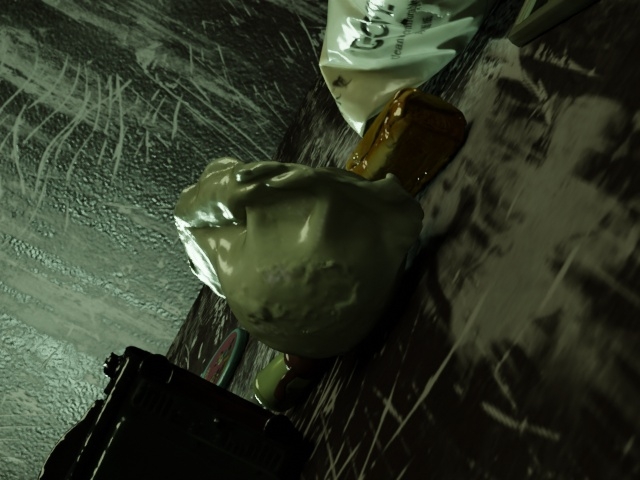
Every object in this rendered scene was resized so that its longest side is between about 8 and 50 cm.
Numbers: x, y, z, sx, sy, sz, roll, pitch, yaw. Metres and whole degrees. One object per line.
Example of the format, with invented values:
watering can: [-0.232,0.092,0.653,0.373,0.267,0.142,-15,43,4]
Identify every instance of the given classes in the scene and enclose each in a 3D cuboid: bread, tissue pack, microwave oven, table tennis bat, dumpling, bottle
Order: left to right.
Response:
microwave oven: [-0.150,0.228,1.078,0.247,0.188,0.178,-63,8,-6]
table tennis bat: [-0.173,0.226,1.844,0.244,0.040,0.153,-51,13,36]
dumpling: [-0.028,0.007,1.015,0.258,0.193,0.147,124,166,-54]
bottle: [-0.022,0.121,1.162,0.101,0.047,0.063,-49,25,43]
bread: [0.076,-0.082,1.112,0.132,0.074,0.053,125,159,-54]
tissue pack: [0.128,-0.339,1.286,0.375,0.195,0.390,103,-169,-68]

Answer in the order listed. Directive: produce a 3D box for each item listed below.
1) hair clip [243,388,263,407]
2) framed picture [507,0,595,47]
hair clip: [-0.129,0.266,1.283,0.146,0.075,0.257,129,160,-65]
framed picture: [0.235,-0.284,0.969,0.265,0.018,0.192,-63,7,-8]
